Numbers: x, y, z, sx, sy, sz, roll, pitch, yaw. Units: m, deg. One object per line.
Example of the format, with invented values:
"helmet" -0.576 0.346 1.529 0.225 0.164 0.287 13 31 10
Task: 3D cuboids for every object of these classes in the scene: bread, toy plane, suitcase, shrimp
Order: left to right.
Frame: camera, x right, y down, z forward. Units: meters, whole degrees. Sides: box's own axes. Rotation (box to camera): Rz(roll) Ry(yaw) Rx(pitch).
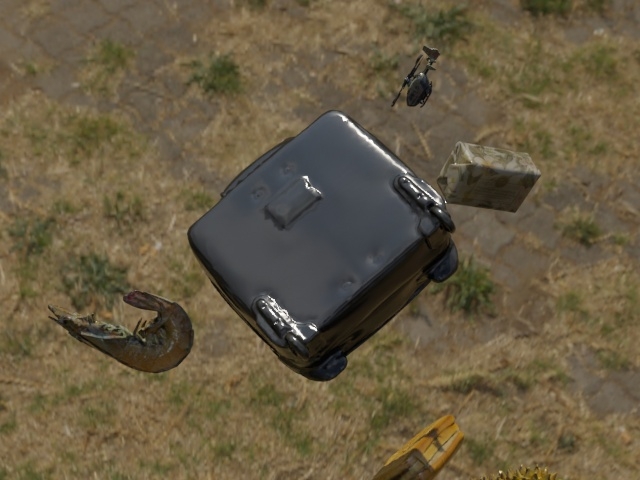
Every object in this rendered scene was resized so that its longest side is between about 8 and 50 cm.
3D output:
"shrimp" -0.328 0.139 1.677 0.251 0.144 0.052 22 17 -26
"suitcase" 0.000 0.000 1.554 0.345 0.188 0.339 -41 64 -5
"toy plane" 0.161 -0.258 1.623 0.049 0.121 0.031 26 31 -9
"bread" 0.177 0.389 1.782 0.077 0.116 0.200 47 37 10

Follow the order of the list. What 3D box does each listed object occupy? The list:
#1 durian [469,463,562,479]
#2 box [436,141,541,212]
"durian" 0.275 0.424 1.513 0.138 0.249 0.183 60 28 -6
"box" 0.180 -0.067 1.078 0.098 0.062 0.045 5 42 -25
